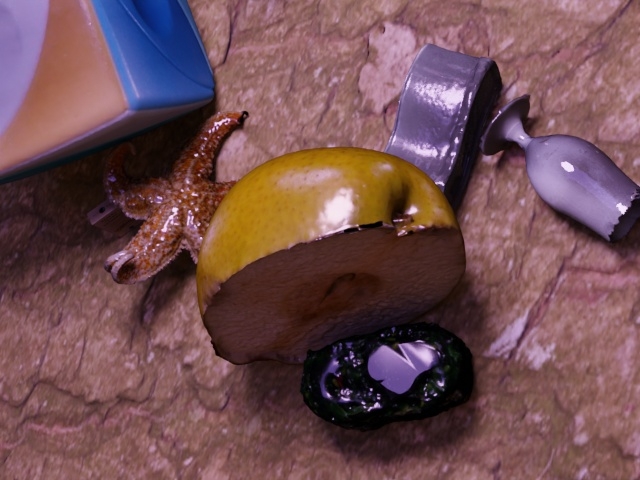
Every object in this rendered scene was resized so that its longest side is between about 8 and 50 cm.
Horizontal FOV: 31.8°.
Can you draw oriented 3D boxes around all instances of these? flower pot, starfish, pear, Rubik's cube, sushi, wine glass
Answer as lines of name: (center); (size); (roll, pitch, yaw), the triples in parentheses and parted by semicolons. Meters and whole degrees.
flower pot: (0.161, -0.151, 1.545); (0.108, 0.103, 0.229); (16, 83, 24)
starfish: (-0.176, -0.045, 1.643); (0.303, 0.113, 0.312); (-12, 70, -8)
pear: (0.000, 0.000, 1.456); (0.386, 0.340, 0.191); (-42, 51, 44)
Rubik's cube: (-0.395, -0.290, 1.624); (0.347, 0.351, 0.352); (-19, 98, 18)
sushi: (0.086, 0.177, 1.479); (0.225, 0.127, 0.124); (-14, 72, 21)
wine glass: (0.320, -0.092, 1.470); (0.222, 0.103, 0.103); (42, 94, 25)

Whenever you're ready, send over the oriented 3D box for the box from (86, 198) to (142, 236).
box: (-0.311, -0.037, 1.719); (0.053, 0.083, 0.024); (-34, 69, 10)
